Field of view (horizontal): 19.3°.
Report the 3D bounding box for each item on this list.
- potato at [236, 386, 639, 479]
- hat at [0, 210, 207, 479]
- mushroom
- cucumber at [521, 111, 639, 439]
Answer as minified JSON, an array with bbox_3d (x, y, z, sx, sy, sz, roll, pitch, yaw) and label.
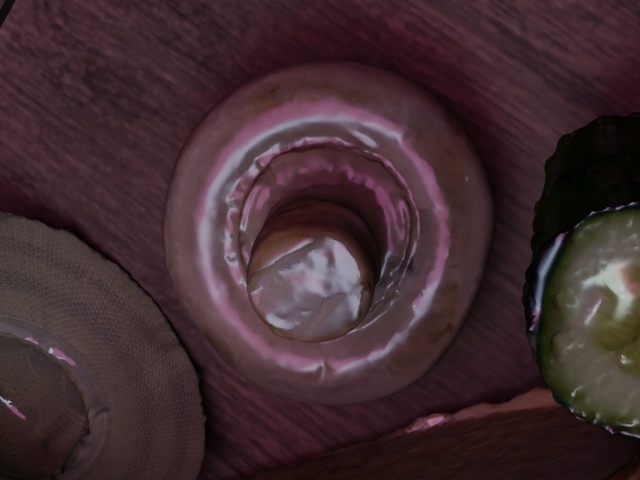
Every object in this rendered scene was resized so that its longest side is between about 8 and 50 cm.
[{"bbox_3d":[0.034,0.298,1.032,0.442,0.385,0.319,-22,98,10],"label":"potato"},{"bbox_3d":[-0.204,0.109,1.186,0.252,0.252,0.110,47,129,8],"label":"hat"},{"bbox_3d":[-0.007,0.004,1.113,0.206,0.209,0.206,18,124,28],"label":"mushroom"},{"bbox_3d":[0.173,-0.007,1.029,0.134,0.244,0.134,2,114,5],"label":"cucumber"}]
